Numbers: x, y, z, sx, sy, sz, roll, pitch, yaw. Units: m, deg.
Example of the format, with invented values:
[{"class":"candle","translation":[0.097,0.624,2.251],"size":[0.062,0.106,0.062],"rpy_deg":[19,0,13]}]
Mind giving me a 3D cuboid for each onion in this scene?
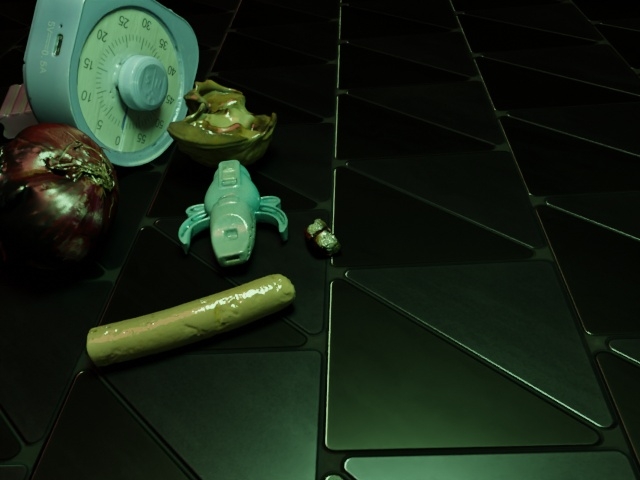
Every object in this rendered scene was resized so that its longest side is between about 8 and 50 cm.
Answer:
[{"class":"onion","translation":[-0.450,-0.063,1.125],"size":[0.281,0.221,0.281],"rpy_deg":[-17,52,23]}]

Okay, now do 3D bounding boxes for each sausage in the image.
[{"class":"sausage","translation":[-0.180,0.114,0.963],"size":[0.301,0.065,0.066],"rpy_deg":[-18,37,-12]}]

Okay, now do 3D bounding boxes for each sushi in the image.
[{"class":"sushi","translation":[0.000,0.000,1.121],"size":[0.046,0.044,0.083],"rpy_deg":[-34,38,-1]}]

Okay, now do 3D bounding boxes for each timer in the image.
[{"class":"timer","translation":[-0.410,-0.314,1.355],"size":[0.173,0.395,0.395],"rpy_deg":[14,40,22]}]

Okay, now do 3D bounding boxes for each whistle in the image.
[{"class":"whistle","translation":[-0.153,-0.052,1.166],"size":[0.186,0.093,0.274],"rpy_deg":[-7,39,-1]}]

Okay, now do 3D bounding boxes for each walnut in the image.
[{"class":"walnut","translation":[-0.193,-0.216,1.357],"size":[0.204,0.141,0.238],"rpy_deg":[8,36,-1]}]

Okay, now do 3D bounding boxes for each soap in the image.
[{"class":"soap","translation":[-0.715,-0.328,1.647],"size":[0.122,0.065,0.203],"rpy_deg":[-11,36,-7]}]
